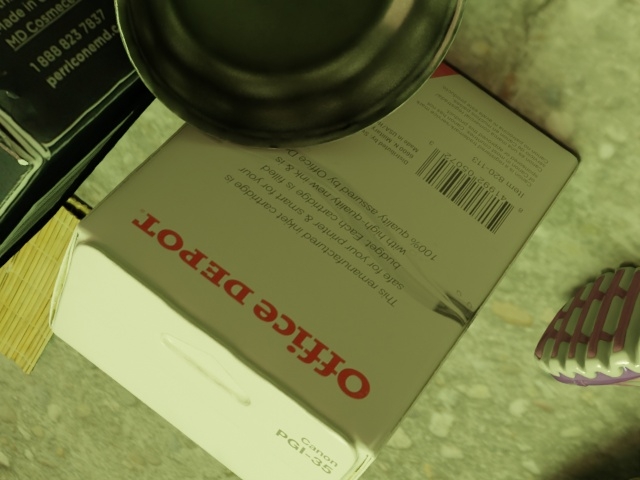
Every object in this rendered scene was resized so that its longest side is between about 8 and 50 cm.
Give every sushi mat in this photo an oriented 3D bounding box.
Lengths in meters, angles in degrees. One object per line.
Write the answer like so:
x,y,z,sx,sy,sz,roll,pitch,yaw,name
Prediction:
-0.308,0.021,1.303,0.151,0.019,0.316,41,142,0,sushi mat

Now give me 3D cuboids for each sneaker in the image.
0.247,0.071,0.835,0.236,0.095,0.104,-14,125,45,sneaker

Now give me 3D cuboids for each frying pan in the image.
0.001,-0.196,0.685,0.197,0.053,0.326,6,120,-18,frying pan

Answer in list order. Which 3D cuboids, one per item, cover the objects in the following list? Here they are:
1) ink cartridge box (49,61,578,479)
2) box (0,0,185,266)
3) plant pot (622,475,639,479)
0.000,0.000,0.810,0.207,0.283,0.117,37,142,5,ink cartridge box
-0.360,-0.190,0.909,0.472,0.297,0.480,44,139,-7,box
0.244,0.275,0.935,0.256,0.256,0.274,51,157,-13,plant pot
